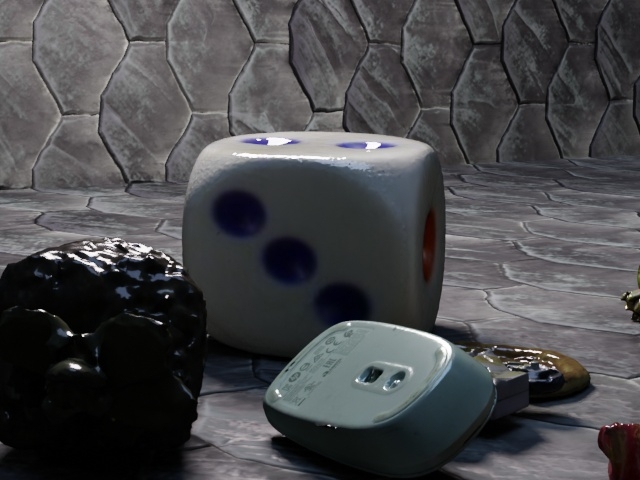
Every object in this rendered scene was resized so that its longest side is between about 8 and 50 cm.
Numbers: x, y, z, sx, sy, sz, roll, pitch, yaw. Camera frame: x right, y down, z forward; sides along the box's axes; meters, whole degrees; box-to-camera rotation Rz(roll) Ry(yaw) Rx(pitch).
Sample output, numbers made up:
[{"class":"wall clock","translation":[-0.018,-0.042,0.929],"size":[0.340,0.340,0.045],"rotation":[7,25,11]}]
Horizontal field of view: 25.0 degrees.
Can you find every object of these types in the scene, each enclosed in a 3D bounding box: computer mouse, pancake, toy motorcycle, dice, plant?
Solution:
[{"class":"computer mouse","translation":[0.062,0.165,1.456],"size":[0.159,0.097,0.288],"rotation":[-47,24,-22]},{"class":"pancake","translation":[0.210,0.155,1.763],"size":[0.235,0.029,0.212],"rotation":[3,9,2]},{"class":"toy motorcycle","translation":[0.155,0.162,1.594],"size":[0.225,0.073,0.152],"rotation":[-9,10,-44]},{"class":"dice","translation":[0.000,0.000,1.931],"size":[0.304,0.277,0.304],"rotation":[2,13,14]},{"class":"plant","translation":[-0.217,0.117,1.411],"size":[0.215,0.213,0.312],"rotation":[4,12,-6]}]

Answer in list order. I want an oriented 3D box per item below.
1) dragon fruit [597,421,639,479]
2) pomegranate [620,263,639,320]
[{"class":"dragon fruit","translation":[0.335,0.216,1.208],"size":[0.274,0.126,0.161],"rotation":[7,-3,-24]},{"class":"pomegranate","translation":[0.503,0.069,2.102],"size":[0.142,0.114,0.114],"rotation":[-29,22,-22]}]
